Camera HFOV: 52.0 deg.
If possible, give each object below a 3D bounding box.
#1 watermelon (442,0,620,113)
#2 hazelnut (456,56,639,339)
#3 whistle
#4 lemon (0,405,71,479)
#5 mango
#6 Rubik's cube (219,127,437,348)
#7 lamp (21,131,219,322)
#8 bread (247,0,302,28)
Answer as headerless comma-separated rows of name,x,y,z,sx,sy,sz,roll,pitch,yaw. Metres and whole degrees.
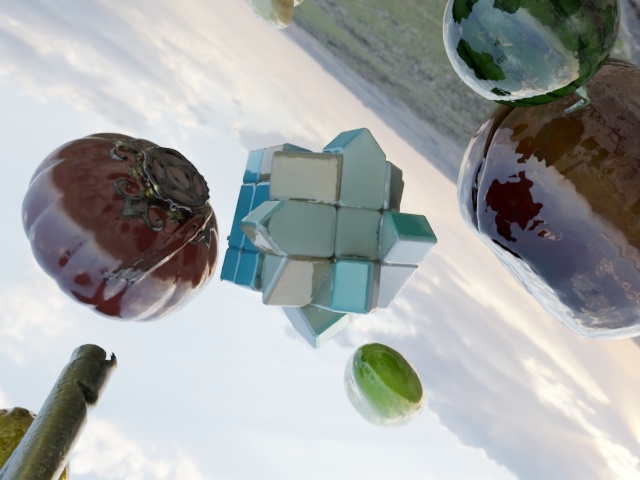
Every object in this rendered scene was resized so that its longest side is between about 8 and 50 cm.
watermelon,0.244,-0.236,0.747,0.214,0.188,0.188,51,-170,-4
hazelnut,0.427,-0.061,1.035,0.429,0.402,0.402,41,-169,-3
whistle,-0.333,0.237,0.831,0.068,0.057,0.326,6,-158,-2
lemon,-0.527,0.407,1.061,0.236,0.236,0.263,23,-121,-59
mango,0.118,0.266,1.224,0.175,0.143,0.293,50,171,20
Rubik's cube,0.000,0.000,0.792,0.225,0.265,0.213,13,177,-29
lamp,-0.291,-0.022,0.991,0.303,0.257,0.303,40,-153,-26
bread,-0.078,-0.412,0.779,0.054,0.315,0.316,-2,180,16
